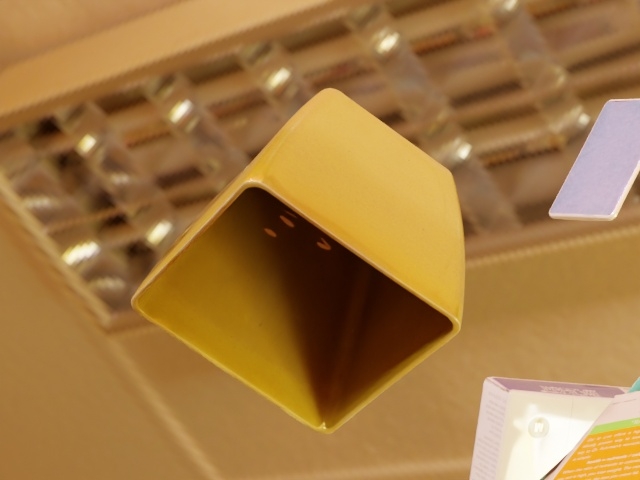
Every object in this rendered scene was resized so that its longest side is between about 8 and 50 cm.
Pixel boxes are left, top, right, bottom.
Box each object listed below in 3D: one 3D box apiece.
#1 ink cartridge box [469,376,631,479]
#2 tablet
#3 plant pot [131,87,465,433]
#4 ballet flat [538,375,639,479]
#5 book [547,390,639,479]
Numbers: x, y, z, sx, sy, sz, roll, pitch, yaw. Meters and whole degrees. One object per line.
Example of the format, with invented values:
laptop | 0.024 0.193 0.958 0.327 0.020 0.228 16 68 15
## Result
ink cartridge box | 0.195 0.205 1.171 0.223 0.045 0.224 5 -81 -18
tablet | 0.166 -0.047 1.047 0.006 0.083 0.054 39 -20 -30
plant pot | 0.000 0.000 1.570 0.212 0.187 0.212 34 -45 -13
ballet flat | 0.116 0.108 0.708 0.077 0.091 0.241 44 -77 11
book | 0.093 0.092 0.553 0.035 0.144 0.096 55 -37 -8
